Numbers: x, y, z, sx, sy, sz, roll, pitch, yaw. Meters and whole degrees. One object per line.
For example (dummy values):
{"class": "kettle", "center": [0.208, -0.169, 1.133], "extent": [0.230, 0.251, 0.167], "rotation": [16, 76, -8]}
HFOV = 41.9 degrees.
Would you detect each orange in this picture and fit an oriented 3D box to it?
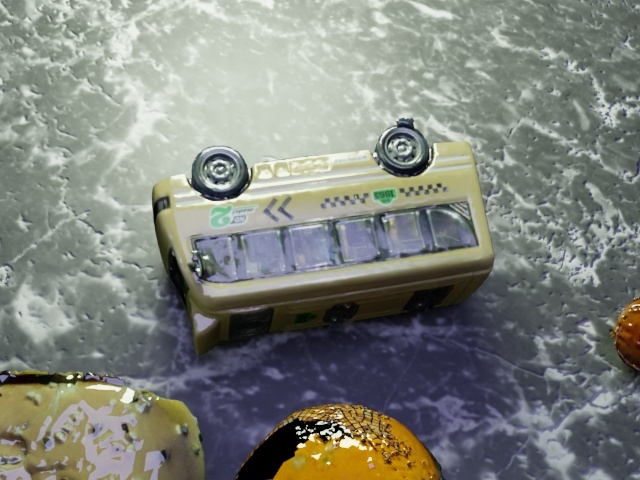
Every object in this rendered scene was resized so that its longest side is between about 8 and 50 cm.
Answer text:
{"class": "orange", "center": [0.020, 0.278, 0.817], "extent": [0.234, 0.182, 0.235], "rotation": [-1, 75, 2]}

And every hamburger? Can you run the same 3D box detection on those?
{"class": "hamburger", "center": [-0.264, 0.281, 0.781], "extent": [0.317, 0.195, 0.277], "rotation": [-2, 62, -3]}

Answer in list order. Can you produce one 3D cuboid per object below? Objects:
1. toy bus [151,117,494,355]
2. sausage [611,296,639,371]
{"class": "toy bus", "center": [0.000, 0.000, 0.951], "extent": [0.365, 0.177, 0.202], "rotation": [-8, 70, -10]}
{"class": "sausage", "center": [0.500, 0.150, 0.956], "extent": [0.330, 0.102, 0.102], "rotation": [23, 64, 8]}
